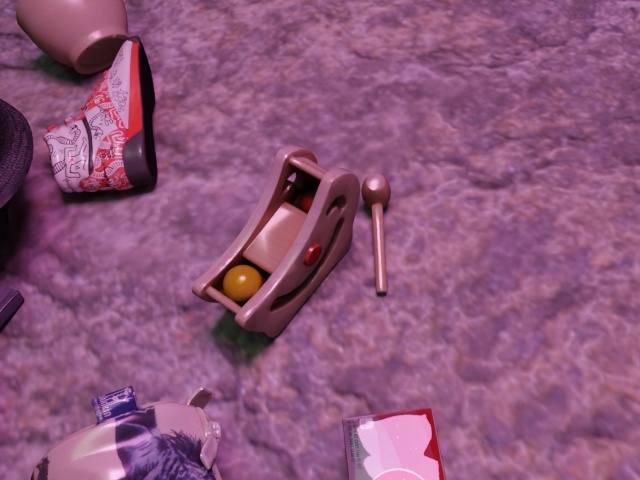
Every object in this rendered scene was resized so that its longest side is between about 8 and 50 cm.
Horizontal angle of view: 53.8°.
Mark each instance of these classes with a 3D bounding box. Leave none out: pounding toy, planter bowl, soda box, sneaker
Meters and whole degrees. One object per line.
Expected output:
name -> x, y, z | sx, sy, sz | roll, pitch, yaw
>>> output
pounding toy -> 0.000, 0.000, 0.712 | 0.155, 0.154, 0.269 | 31, 67, 23
planter bowl -> -0.366, -0.329, 0.976 | 0.162, 0.162, 0.109 | -33, 87, -14
soda box -> 0.079, 0.292, 0.562 | 0.092, 0.083, 0.263 | -7, 58, 3
sneaker -> -0.317, -0.185, 0.905 | 0.145, 0.090, 0.270 | -10, 60, -2

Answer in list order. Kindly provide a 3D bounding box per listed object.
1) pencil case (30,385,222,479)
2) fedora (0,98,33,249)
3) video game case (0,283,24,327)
pencil case -> -0.102, 0.325, 0.518 | 0.183, 0.160, 0.410 | -35, 59, 1
fedora -> -0.503, -0.054, 0.793 | 0.334, 0.152, 0.334 | 0, 44, 0
video game case -> -0.539, 0.099, 0.775 | 0.274, 0.026, 0.196 | 16, 52, 17
